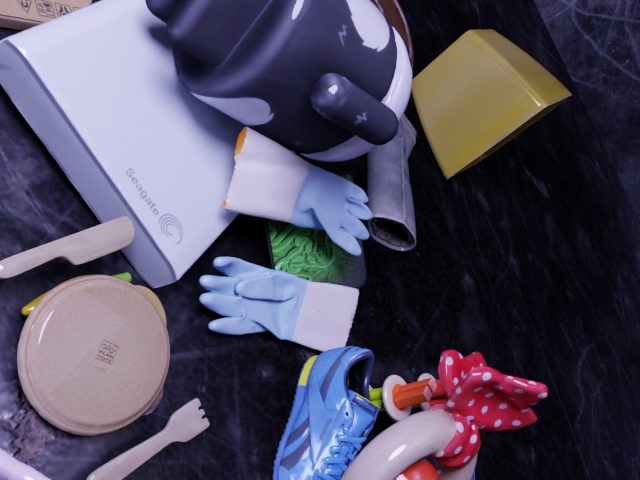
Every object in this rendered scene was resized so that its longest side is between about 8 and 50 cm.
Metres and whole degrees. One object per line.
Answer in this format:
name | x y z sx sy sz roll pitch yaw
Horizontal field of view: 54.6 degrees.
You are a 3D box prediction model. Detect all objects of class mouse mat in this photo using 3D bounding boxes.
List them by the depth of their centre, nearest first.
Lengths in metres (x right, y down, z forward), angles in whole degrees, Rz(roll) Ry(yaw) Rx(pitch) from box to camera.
mouse mat | 0.000 0.000 0.742 0.190 0.007 0.152 -18 102 -53

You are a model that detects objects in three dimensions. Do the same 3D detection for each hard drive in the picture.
hard drive | -0.127 -0.149 0.641 0.233 0.047 0.353 60 37 -21

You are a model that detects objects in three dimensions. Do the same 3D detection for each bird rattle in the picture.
bird rattle | 0.104 0.226 0.587 0.207 0.253 0.143 -10 40 -35

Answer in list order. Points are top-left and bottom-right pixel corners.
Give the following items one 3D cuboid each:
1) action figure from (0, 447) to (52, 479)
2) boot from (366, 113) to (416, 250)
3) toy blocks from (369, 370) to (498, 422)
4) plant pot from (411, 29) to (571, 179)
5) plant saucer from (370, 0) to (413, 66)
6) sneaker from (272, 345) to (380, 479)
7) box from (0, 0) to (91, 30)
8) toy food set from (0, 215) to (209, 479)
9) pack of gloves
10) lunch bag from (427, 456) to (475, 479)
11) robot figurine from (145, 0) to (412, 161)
action figure | -0.088 0.209 0.247 0.248 0.370 0.275 48 40 -25
boot | 0.080 -0.111 0.891 0.190 0.076 0.208 35 54 -34
toy blocks | 0.126 0.177 0.721 0.123 0.148 0.054 13 62 -49
plant pot | 0.291 -0.263 1.126 0.187 0.212 0.212 56 36 5
plant saucer | 0.066 -0.368 1.015 0.311 0.050 0.310 28 50 -41
sneaker | 0.011 0.199 0.624 0.069 0.082 0.209 43 44 -32
box | -0.297 -0.260 0.520 0.201 0.021 0.164 -11 82 -53
toy food set | -0.174 0.088 0.491 0.132 0.039 0.192 -25 97 -47
pack of gloves | -0.036 0.012 0.666 0.232 0.046 0.195 21 83 -47
lunch bag | 0.147 0.284 0.762 0.098 0.065 0.067 27 52 -42
robot figurine | -0.025 -0.186 0.604 0.278 0.174 0.209 23 63 -49
